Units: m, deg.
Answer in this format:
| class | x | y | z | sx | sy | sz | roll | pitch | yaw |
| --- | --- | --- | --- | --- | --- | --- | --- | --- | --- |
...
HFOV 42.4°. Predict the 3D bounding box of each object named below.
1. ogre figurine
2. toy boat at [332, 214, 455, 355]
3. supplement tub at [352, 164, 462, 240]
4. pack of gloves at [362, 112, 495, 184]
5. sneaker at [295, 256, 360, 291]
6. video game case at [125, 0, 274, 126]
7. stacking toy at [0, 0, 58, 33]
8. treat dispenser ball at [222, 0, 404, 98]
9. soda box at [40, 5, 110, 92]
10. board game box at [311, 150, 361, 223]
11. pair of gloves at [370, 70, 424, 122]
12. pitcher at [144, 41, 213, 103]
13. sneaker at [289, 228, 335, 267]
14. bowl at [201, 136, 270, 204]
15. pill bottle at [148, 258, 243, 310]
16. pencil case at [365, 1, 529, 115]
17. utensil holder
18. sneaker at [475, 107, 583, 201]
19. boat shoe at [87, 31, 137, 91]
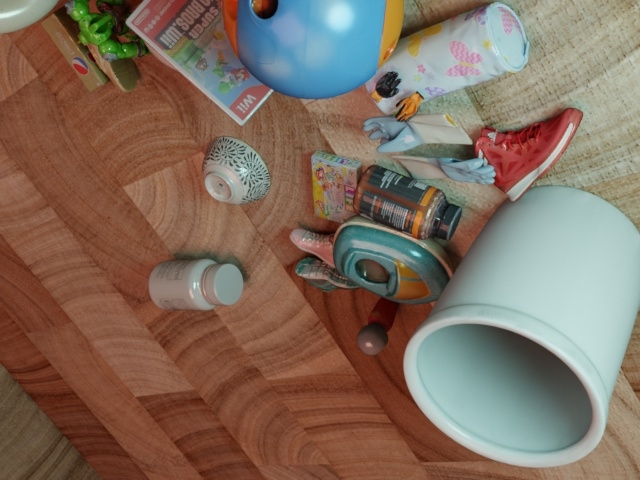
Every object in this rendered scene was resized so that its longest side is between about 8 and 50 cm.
| class | x | y | z | sx | sy | sz | roll | pitch | yaw |
| --- | --- | --- | --- | --- | --- | --- | --- | --- | --- |
| ogre figurine | -0.439 | -0.446 | 1.677 | 0.097 | 0.118 | 0.197 | 0 | 125 | 36 |
| toy boat | 0.139 | 0.101 | 1.714 | 0.267 | 0.148 | 0.318 | 19 | 137 | 12 |
| supplement tub | 0.168 | -0.066 | 1.586 | 0.198 | 0.106 | 0.106 | 24 | 136 | 18 |
| pack of gloves | 0.184 | -0.146 | 1.455 | 0.195 | 0.046 | 0.232 | 40 | 161 | -33 |
| sneaker | 0.027 | 0.086 | 1.869 | 0.166 | 0.065 | 0.076 | 14 | 149 | 30 |
| video game case | -0.185 | -0.379 | 1.518 | 0.285 | 0.204 | 0.025 | 41 | 180 | -3 |
| stacking toy | -0.737 | -0.541 | 1.736 | 0.350 | 0.350 | 0.480 | 50 | 156 | -12 |
| treat dispenser ball | -0.011 | -0.369 | 1.309 | 0.288 | 0.288 | 0.288 | 20 | 135 | 21 |
| soda box | -0.527 | -0.422 | 1.807 | 0.061 | 0.058 | 0.181 | -14 | 117 | 43 |
| board game box | 0.035 | -0.105 | 1.707 | 0.103 | 0.026 | 0.154 | 17 | 134 | 23 |
| pair of gloves | 0.127 | -0.237 | 1.363 | 0.083 | 0.010 | 0.074 | 44 | 139 | 1 |
| pitcher | -0.232 | -0.384 | 1.585 | 0.207 | 0.125 | 0.178 | 43 | 137 | -18 |
| sneaker | 0.000 | 0.000 | 1.809 | 0.134 | 0.051 | 0.070 | 32 | 137 | 3 |
| bowl | -0.203 | -0.136 | 1.811 | 0.170 | 0.080 | 0.170 | 20 | 135 | 21 |
| pill bottle | -0.310 | 0.111 | 2.067 | 0.229 | 0.131 | 0.131 | -3 | 124 | 38 |
| pencil case | 0.202 | -0.292 | 1.358 | 0.273 | 0.113 | 0.124 | -15 | 128 | 43 |
| utensil holder | 0.368 | 0.135 | 1.410 | 0.328 | 0.385 | 0.327 | 20 | 135 | 21 |
| sneaker | 0.336 | -0.165 | 1.395 | 0.128 | 0.087 | 0.221 | 35 | 137 | 3 |
| boat shoe | -0.457 | -0.396 | 1.782 | 0.059 | 0.063 | 0.170 | -13 | 109 | 45 |
